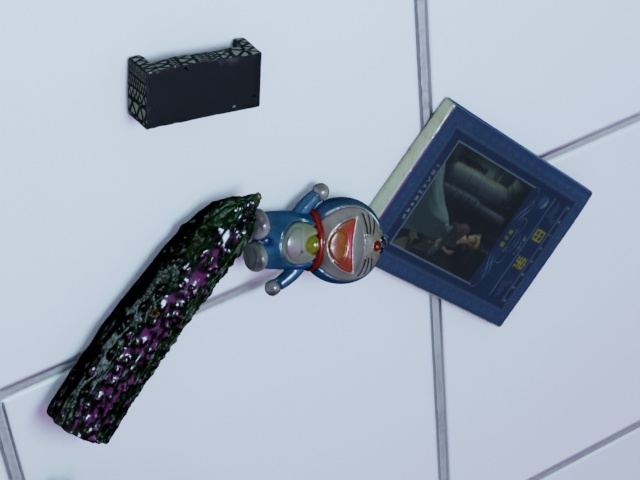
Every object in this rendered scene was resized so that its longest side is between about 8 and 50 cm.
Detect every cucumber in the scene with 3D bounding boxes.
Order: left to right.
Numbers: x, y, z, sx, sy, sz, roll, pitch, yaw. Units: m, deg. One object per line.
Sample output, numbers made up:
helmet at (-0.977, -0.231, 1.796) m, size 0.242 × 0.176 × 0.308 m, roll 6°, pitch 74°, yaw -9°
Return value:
cucumber at (-0.154, 0.069, 1.448) m, size 0.072 × 0.072 × 0.300 m, roll 32°, pitch 96°, yaw -44°

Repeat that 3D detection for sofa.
sofa at (-0.112, -0.141, 1.356) m, size 0.118 × 0.039 × 0.060 m, roll -15°, pitch 128°, yaw -28°

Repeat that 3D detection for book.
book at (0.167, -0.023, 1.647) m, size 0.269 × 0.025 × 0.191 m, roll 27°, pitch 101°, yaw -43°

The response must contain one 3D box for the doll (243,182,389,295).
doll at (0.000, 0.000, 1.505) m, size 0.151 × 0.085 × 0.114 m, roll 2°, pitch 99°, yaw -25°
